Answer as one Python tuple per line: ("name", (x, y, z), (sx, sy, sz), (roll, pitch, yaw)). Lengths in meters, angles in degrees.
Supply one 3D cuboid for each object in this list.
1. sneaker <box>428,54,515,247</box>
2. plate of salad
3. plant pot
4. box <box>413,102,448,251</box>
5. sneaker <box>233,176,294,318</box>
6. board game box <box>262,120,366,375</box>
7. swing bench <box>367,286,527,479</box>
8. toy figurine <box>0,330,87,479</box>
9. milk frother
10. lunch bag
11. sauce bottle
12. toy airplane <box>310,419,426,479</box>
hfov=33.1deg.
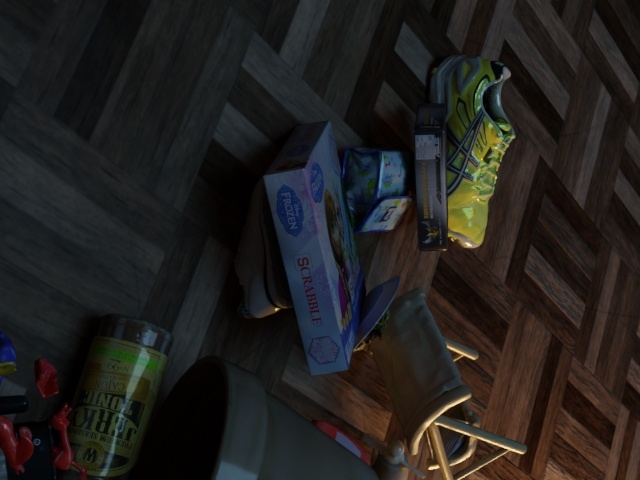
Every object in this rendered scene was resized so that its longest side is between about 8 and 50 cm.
("sneaker", (0.299, -0.172, 2.118), (0.145, 0.147, 0.385), (-16, 105, -52))
("plate of salad", (0.078, 0.144, 1.829), (0.048, 0.200, 0.200), (40, 55, -7))
("plant pot", (-0.080, 0.354, 1.455), (0.280, 0.323, 0.323), (25, 70, -20))
("box", (0.205, -0.120, 1.985), (0.183, 0.056, 0.231), (-75, 162, -66))
("sneaker", (-0.094, 0.007, 1.691), (0.090, 0.095, 0.235), (29, 50, -43))
("board game box", (0.000, 0.000, 1.702), (0.319, 0.066, 0.318), (-70, 149, -69))
("swing bench", (0.204, 0.266, 1.912), (0.255, 0.165, 0.253), (46, 16, -41))
("toy figurine", (-0.453, 0.200, 1.209), (0.362, 0.217, 0.191), (-23, 122, -3))
("milk frother", (-0.396, 0.274, 1.318), (0.135, 0.129, 0.143), (-5, 130, -17))
("lunch bag", (0.102, -0.089, 1.922), (0.129, 0.096, 0.151), (-5, 105, -56))
("sauce bottle", (-0.290, 0.273, 1.429), (0.111, 0.111, 0.344), (32, 66, -47))
("toy airplane", (0.066, 0.499, 1.749), (0.384, 0.272, 0.386), (42, 44, -66))
